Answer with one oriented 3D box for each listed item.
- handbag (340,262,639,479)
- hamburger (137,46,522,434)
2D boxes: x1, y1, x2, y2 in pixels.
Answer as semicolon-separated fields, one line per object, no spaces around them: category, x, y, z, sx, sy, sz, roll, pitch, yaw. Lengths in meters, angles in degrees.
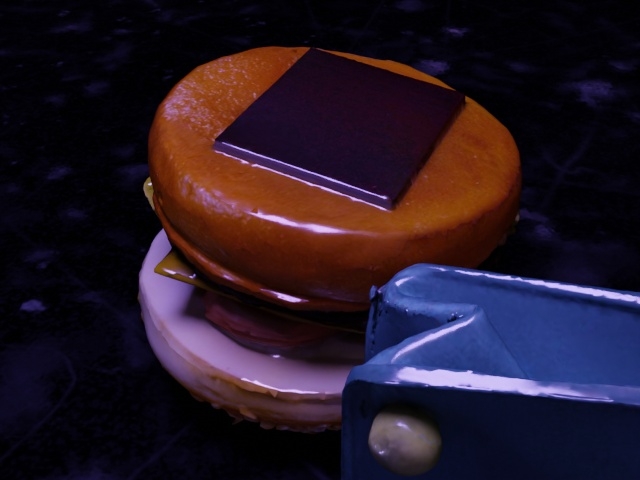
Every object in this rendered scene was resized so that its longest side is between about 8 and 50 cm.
handbag;0.138;0.151;0.478;0.274;0.268;0.100;11;36;19
hamburger;0.000;0.000;0.764;0.291;0.225;0.291;3;37;-2
